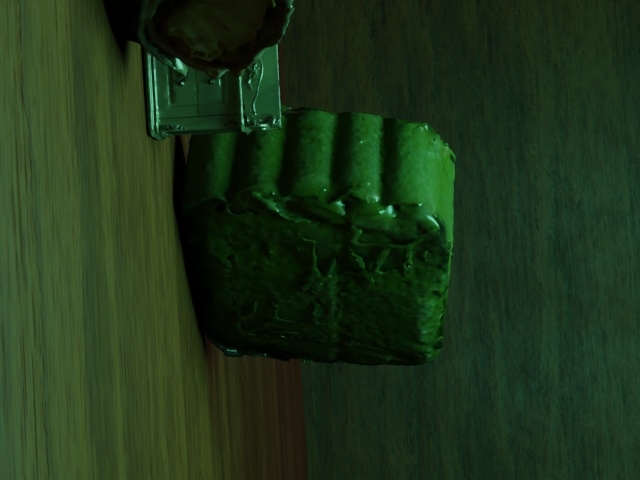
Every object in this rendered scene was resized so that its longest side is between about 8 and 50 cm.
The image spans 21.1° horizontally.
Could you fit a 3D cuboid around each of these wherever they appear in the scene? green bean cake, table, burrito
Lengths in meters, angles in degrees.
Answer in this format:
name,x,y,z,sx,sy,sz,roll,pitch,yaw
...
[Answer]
name,x,y,z,sx,sy,sz,roll,pitch,yaw
green bean cake,0.000,0.000,1.281,0.214,0.200,0.113,90,7,-54
table,-0.069,-0.107,1.112,0.062,0.083,0.079,2,85,-89
burrito,-0.064,-0.189,1.002,0.348,0.107,0.175,-96,-171,-63
